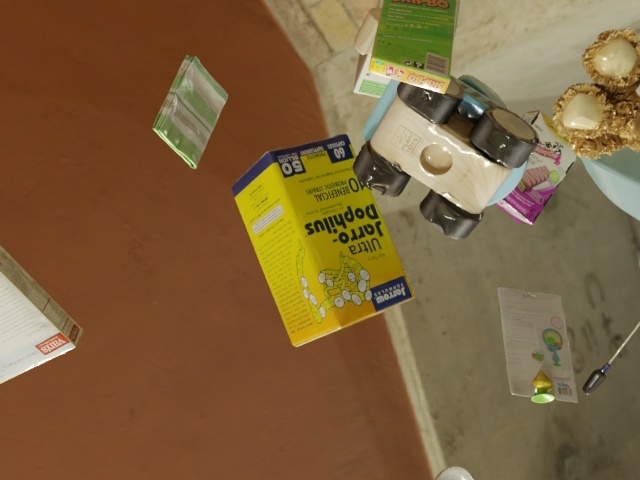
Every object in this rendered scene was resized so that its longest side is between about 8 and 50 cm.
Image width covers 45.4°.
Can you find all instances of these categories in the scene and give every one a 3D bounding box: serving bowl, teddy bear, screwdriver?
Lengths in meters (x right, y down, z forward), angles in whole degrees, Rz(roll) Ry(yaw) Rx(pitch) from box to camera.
[{"bbox_3d":[0.233,0.443,1.360,0.083,0.027,0.084,3,-98,-22],"label":"serving bowl"},{"bbox_3d":[0.479,-0.235,1.203,0.337,0.113,0.245,-17,-51,-35],"label":"teddy bear"},{"bbox_3d":[0.511,0.206,1.330,0.024,0.170,0.025,13,-147,-28],"label":"screwdriver"}]

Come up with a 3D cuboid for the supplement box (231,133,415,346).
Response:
[{"bbox_3d":[0.000,0.000,1.518,0.194,0.195,0.357,-18,-98,-33],"label":"supplement box"}]

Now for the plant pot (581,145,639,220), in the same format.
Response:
[{"bbox_3d":[0.758,-0.207,1.806,0.248,0.252,0.247,-53,-40,-2],"label":"plant pot"}]

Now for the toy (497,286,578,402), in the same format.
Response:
[{"bbox_3d":[0.419,0.211,1.513,0.136,0.056,0.237,8,-129,-8],"label":"toy"}]

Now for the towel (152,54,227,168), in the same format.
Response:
[{"bbox_3d":[-0.206,-0.209,1.242,0.113,0.023,0.152,45,-126,-46],"label":"towel"}]

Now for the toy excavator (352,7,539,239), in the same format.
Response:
[{"bbox_3d":[0.206,-0.261,1.454,0.432,0.222,0.445,34,-147,5],"label":"toy excavator"}]

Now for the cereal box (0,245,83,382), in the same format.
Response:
[{"bbox_3d":[-0.501,0.100,1.145,0.240,0.172,0.047,56,-160,-28],"label":"cereal box"}]

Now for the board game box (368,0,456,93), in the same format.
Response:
[{"bbox_3d":[0.154,-0.340,1.237,0.124,0.039,0.260,15,-130,-3],"label":"board game box"}]

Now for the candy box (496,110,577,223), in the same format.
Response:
[{"bbox_3d":[0.515,-0.179,1.882,0.159,0.071,0.233,36,-96,-17],"label":"candy box"}]

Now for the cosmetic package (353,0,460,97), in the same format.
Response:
[{"bbox_3d":[0.214,-0.505,1.978,0.196,0.365,0.155,11,-103,-3],"label":"cosmetic package"}]
